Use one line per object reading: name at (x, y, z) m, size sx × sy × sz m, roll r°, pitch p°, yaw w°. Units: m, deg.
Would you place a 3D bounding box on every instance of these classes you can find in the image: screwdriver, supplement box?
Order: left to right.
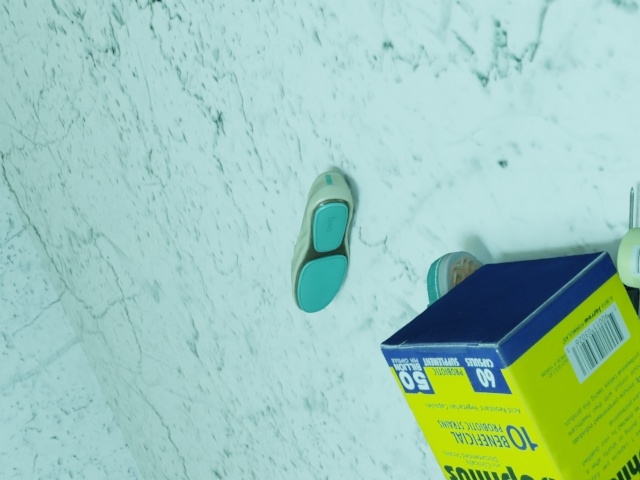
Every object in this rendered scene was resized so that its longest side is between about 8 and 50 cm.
supplement box at (0.258, 0.216, 1.131) m, size 0.194 × 0.195 × 0.356 m, roll -10°, pitch 110°, yaw 57°
screwdriver at (0.325, 0.018, 1.082) m, size 0.024 × 0.025 × 0.169 m, roll 26°, pitch 129°, yaw 44°

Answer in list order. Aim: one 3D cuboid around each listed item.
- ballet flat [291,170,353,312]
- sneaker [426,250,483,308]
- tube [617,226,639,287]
ballet flat at (0.000, 0.000, 1.490) m, size 0.086 × 0.086 × 0.248 m, roll 44°, pitch 143°, yaw 26°
sneaker at (0.170, 0.158, 1.286) m, size 0.121 × 0.108 × 0.302 m, roll -2°, pitch 110°, yaw 45°
tube at (0.396, 0.030, 0.959) m, size 0.240 × 0.070 × 0.062 m, roll 9°, pitch 79°, yaw 47°
